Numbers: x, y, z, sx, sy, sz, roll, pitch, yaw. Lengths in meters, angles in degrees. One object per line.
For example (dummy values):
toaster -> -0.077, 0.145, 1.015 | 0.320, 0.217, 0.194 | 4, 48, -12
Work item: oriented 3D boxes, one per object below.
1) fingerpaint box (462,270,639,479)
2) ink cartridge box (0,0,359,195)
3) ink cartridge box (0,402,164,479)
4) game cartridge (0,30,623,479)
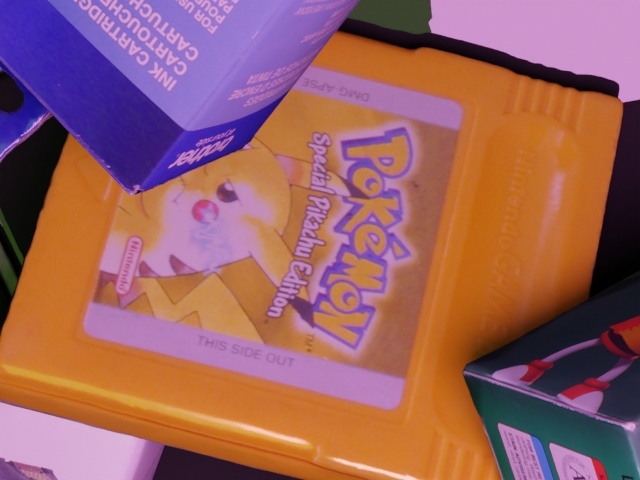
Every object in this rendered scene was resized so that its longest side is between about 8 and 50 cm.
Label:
fingerpaint box -> 0.331, 0.199, 1.131 | 0.371, 0.163, 0.445 | -26, 108, -22
ink cartridge box -> -0.085, -0.217, 1.077 | 0.270, 0.151, 0.395 | 45, 118, 8
ink cartridge box -> -0.166, 0.162, 1.263 | 0.100, 0.172, 0.237 | 21, 106, 1
game cartridge -> 0.000, 0.000, 1.178 | 0.323, 0.053, 0.285 | 13, 63, 2
